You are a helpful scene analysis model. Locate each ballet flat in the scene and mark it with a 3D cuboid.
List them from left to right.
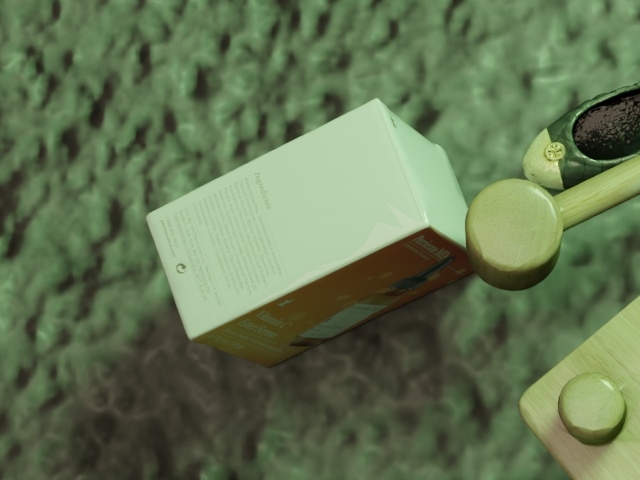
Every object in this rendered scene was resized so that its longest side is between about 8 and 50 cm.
[{"bbox_3d":[0.204,-0.080,1.206,0.173,0.049,0.057,-23,70,16],"label":"ballet flat"}]

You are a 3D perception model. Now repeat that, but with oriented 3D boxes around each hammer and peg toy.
[{"bbox_3d":[0.253,0.062,1.077,0.266,0.127,0.361,-39,75,1],"label":"hammer and peg toy"}]

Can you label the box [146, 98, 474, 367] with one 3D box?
[{"bbox_3d":[0.000,0.000,1.228,0.170,0.130,0.091,-26,70,16],"label":"box"}]
